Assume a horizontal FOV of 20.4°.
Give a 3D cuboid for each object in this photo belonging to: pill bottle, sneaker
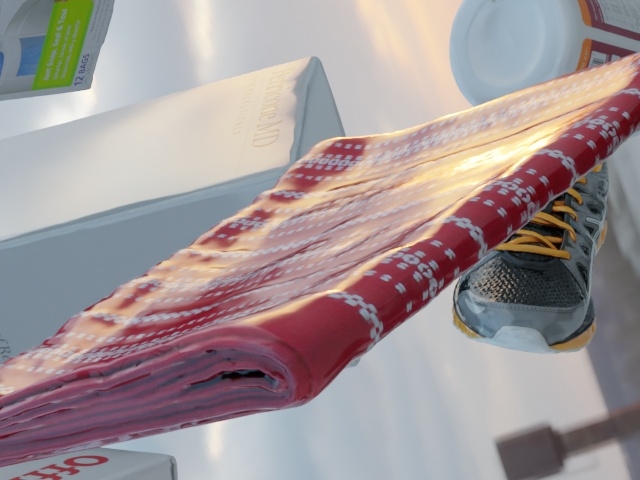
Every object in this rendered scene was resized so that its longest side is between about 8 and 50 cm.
[{"bbox_3d":[0.214,-0.144,1.422,0.221,0.121,0.121,6,-120,-47],"label":"pill bottle"},{"bbox_3d":[0.128,-0.006,1.047,0.215,0.084,0.083,-67,-16,-58],"label":"sneaker"}]

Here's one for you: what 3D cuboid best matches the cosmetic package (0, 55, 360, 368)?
[{"bbox_3d":[-0.200,0.026,1.314,0.230,0.453,0.161,-82,-25,-65],"label":"cosmetic package"}]

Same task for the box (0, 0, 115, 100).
[{"bbox_3d":[-0.248,-0.160,1.168,0.103,0.203,0.114,51,135,33],"label":"box"}]

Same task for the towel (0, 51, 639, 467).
[{"bbox_3d":[0.000,0.000,0.642,0.275,0.199,0.031,-36,-75,-46],"label":"towel"}]

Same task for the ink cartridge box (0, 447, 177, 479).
[{"bbox_3d":[-0.310,0.208,0.989,0.285,0.395,0.166,-15,-75,-60],"label":"ink cartridge box"}]
